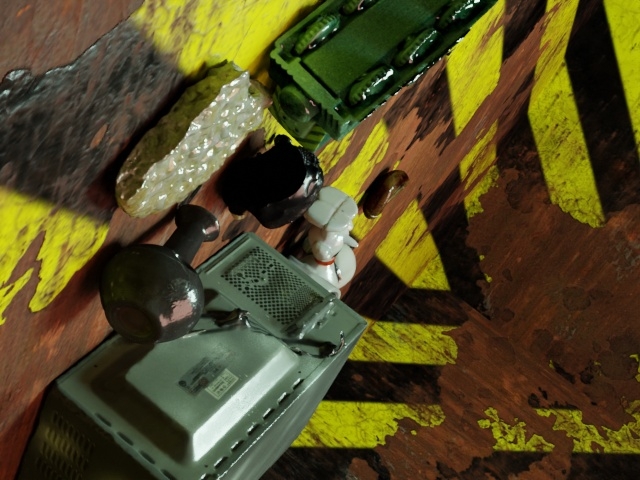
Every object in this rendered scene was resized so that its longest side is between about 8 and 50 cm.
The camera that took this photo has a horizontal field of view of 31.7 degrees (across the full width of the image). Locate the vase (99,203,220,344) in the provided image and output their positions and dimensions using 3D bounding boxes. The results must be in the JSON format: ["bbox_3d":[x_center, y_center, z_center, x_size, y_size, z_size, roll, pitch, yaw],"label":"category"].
[{"bbox_3d":[-0.173,0.031,1.279,0.120,0.120,0.183,-62,-179,45],"label":"vase"}]

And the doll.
[{"bbox_3d":[-0.018,0.040,1.953,0.208,0.144,0.271,-55,165,-18],"label":"doll"}]

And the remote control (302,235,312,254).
[{"bbox_3d":[0.000,0.000,2.118,0.074,0.032,0.122,-52,171,-3],"label":"remote control"}]

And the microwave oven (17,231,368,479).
[{"bbox_3d":[-0.177,0.239,1.581,0.432,0.236,0.374,-41,166,-47],"label":"microwave oven"}]

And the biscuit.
[{"bbox_3d":[-0.126,-0.110,1.167,0.265,0.040,0.188,-41,166,-51],"label":"biscuit"}]

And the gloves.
[{"bbox_3d":[-0.052,-0.063,1.463,0.129,0.106,0.181,-54,166,-1],"label":"gloves"}]

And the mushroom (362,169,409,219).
[{"bbox_3d":[0.129,-0.096,2.301,0.123,0.052,0.123,-45,175,-6],"label":"mushroom"}]

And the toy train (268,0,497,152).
[{"bbox_3d":[0.066,-0.227,1.342,0.330,0.138,0.178,-42,175,-26],"label":"toy train"}]
